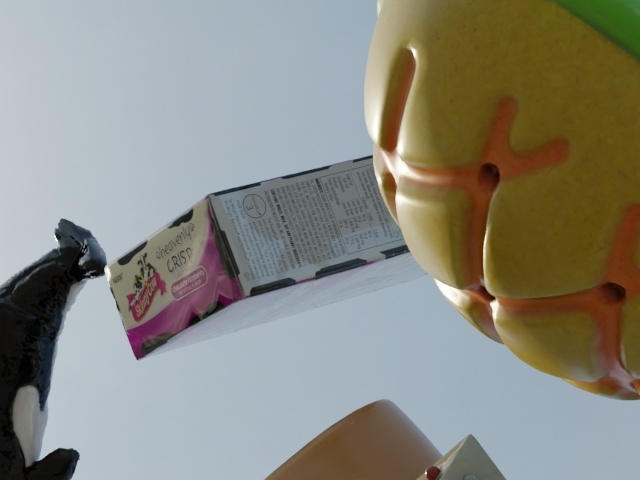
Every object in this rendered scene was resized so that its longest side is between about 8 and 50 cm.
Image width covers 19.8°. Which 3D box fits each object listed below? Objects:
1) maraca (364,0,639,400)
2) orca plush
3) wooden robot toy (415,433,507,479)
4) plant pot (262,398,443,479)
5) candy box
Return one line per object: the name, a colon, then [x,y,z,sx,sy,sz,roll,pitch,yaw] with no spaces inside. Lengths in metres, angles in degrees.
maraca: [0.085,-0.004,0.443,0.186,0.099,0.127,44,-15,4]
orca plush: [-0.251,0.122,1.376,0.151,0.102,0.287,45,-71,22]
wooden robot toy: [0.008,0.146,0.599,0.076,0.079,0.173,28,-76,28]
plant pot: [0.015,0.267,1.092,0.203,0.291,0.291,42,-53,14]
candy box: [0.000,0.000,1.186,0.159,0.233,0.071,-30,-103,55]
